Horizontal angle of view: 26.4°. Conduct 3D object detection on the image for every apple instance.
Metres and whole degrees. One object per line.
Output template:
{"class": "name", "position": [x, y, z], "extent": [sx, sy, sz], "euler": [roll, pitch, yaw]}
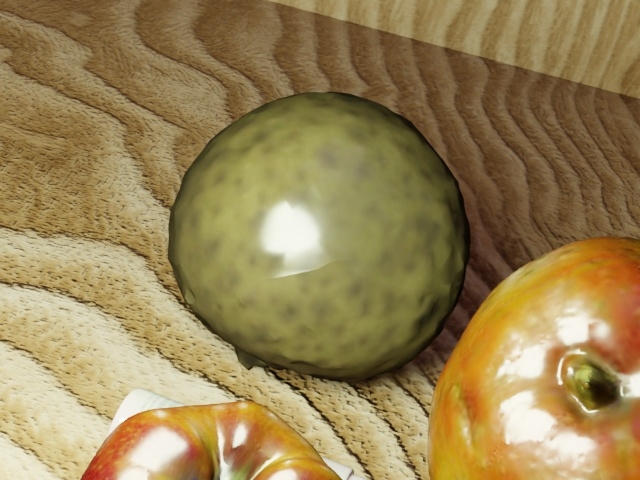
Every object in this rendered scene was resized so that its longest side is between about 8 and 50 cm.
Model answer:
{"class": "apple", "position": [-0.106, 0.296, 1.198], "extent": [0.288, 0.316, 0.288], "euler": [7, 44, -7]}

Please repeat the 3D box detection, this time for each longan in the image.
{"class": "longan", "position": [0.000, 0.000, 1.750], "extent": [0.391, 0.391, 0.391], "euler": [12, 27, -6]}

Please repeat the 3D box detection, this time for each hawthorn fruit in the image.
{"class": "hawthorn fruit", "position": [0.284, 0.191, 1.340], "extent": [0.403, 0.402, 0.403], "euler": [12, 27, -6]}

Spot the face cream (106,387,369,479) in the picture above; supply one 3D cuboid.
{"class": "face cream", "position": [-0.061, 0.263, 1.483], "extent": [0.346, 0.102, 0.102], "euler": [19, 27, 10]}
